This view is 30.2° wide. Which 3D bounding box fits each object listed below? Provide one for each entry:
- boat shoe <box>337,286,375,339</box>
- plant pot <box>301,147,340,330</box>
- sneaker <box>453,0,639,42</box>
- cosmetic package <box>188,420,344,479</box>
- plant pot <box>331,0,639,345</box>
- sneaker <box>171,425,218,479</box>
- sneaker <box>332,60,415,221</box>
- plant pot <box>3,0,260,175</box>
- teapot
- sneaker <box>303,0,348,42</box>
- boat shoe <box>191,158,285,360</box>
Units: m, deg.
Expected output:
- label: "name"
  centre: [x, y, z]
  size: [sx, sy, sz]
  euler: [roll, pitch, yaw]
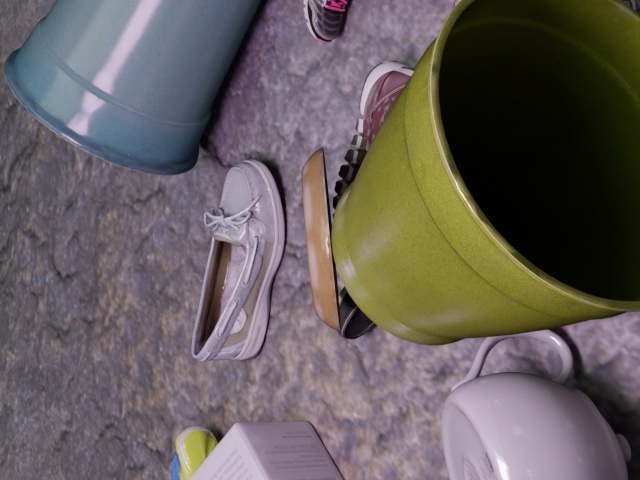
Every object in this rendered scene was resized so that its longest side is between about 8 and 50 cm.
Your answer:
- label: "boat shoe"
  centre: [0.093, 0.069, 1.588]
  size: [0.233, 0.084, 0.079]
  euler: [-48, 52, 36]
- label: "plant pot"
  centre: [0.000, 0.000, 1.516]
  size: [0.236, 0.032, 0.236]
  euler: [-6, -90, -89]
- label: "sneaker"
  centre: [0.264, -0.271, 1.379]
  size: [0.225, 0.088, 0.092]
  euler: [9, 89, 28]
- label: "cosmetic package"
  centre: [-0.025, 0.497, 1.650]
  size: [0.230, 0.162, 0.453]
  euler: [-51, 53, 26]
- label: "plant pot"
  centre: [0.190, -0.045, 1.308]
  size: [0.353, 0.367, 0.366]
  euler: [-38, 61, 56]
- label: "sneaker"
  centre: [-0.182, 0.425, 1.928]
  size: [0.126, 0.091, 0.240]
  euler: [131, 127, -60]
- label: "sneaker"
  centre: [0.113, -0.090, 1.553]
  size: [0.163, 0.106, 0.281]
  euler: [17, 102, 45]
- label: "plant pot"
  centre: [-0.265, -0.336, 1.849]
  size: [0.334, 0.341, 0.341]
  euler: [-56, 50, 22]
- label: "teapot"
  centre: [0.256, 0.249, 1.330]
  size: [0.252, 0.187, 0.256]
  euler: [-141, 38, -72]
- label: "sneaker"
  centre: [0.027, -0.364, 1.681]
  size: [0.075, 0.063, 0.170]
  euler: [23, 103, 54]
- label: "boat shoe"
  centre: [-0.135, 0.033, 1.841]
  size: [0.118, 0.103, 0.320]
  euler: [22, 107, 47]
